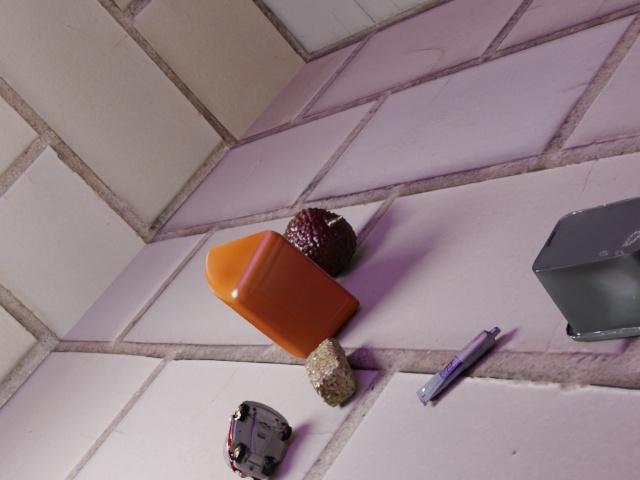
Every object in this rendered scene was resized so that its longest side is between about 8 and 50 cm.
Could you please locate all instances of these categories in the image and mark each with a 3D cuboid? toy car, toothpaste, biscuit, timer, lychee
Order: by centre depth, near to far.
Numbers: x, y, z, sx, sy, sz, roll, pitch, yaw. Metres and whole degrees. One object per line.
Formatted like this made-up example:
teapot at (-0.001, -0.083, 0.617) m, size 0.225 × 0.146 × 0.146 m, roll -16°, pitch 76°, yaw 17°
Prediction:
toothpaste at (0.220, 0.196, 1.683) m, size 0.170 × 0.028 × 0.045 m, roll -43°, pitch 26°, yaw 6°
toy car at (-0.129, 0.372, 1.902) m, size 0.112 × 0.112 × 0.139 m, roll -45°, pitch 22°, yaw 44°
biscuit at (0.019, 0.236, 1.930) m, size 0.082 × 0.070 × 0.168 m, roll -38°, pitch 17°, yaw 2°
timer at (-0.099, 0.110, 2.157) m, size 0.161 × 0.257 × 0.250 m, roll -56°, pitch 24°, yaw -14°
lychee at (0.000, 0.000, 2.322) m, size 0.165 × 0.165 × 0.197 m, roll -72°, pitch 7°, yaw -54°

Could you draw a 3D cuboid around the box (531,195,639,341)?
box at (0.420, 0.034, 1.473) m, size 0.243 × 0.135 × 0.163 m, roll -16°, pitch 32°, yaw 53°
